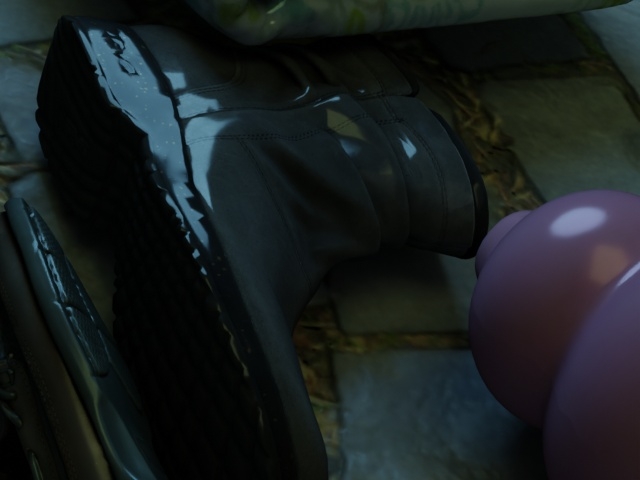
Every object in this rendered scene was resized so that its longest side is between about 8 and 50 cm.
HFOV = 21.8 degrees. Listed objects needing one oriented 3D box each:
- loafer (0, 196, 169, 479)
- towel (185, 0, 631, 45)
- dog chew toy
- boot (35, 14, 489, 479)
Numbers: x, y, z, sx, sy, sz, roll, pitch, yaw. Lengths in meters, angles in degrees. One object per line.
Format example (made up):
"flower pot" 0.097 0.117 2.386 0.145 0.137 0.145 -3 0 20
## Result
"loafer" -0.117 0.095 0.737 0.084 0.096 0.267 -29 58 -2
"towel" 0.007 -0.247 1.063 0.374 0.090 0.320 -11 41 -37
"dog chew toy" 0.202 0.094 0.790 0.206 0.207 0.332 -24 52 -37
"boot" 0.000 0.000 0.863 0.222 0.118 0.338 -1 52 -29
